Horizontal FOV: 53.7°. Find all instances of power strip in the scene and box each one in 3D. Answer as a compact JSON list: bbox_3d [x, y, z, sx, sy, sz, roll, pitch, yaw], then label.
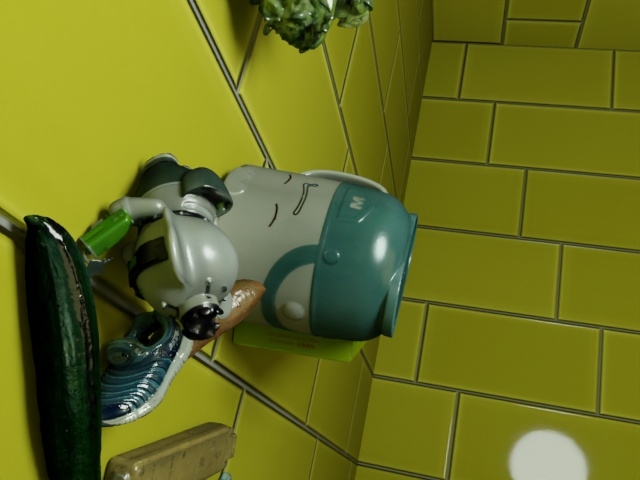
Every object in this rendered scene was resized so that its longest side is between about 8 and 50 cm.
[{"bbox_3d":[-0.173,0.270,0.767,0.305,0.044,0.064,27,70,-74],"label":"power strip"}]

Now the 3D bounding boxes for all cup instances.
[{"bbox_3d":[0.000,0.000,0.897,0.290,0.257,0.219,-67,165,-47],"label":"cup"}]

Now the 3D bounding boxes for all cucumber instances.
[{"bbox_3d":[-0.208,0.112,0.523,0.056,0.056,0.284,-50,145,-65],"label":"cucumber"}]

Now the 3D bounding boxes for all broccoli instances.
[{"bbox_3d":[0.013,-0.386,0.753,0.288,0.245,0.248,78,30,-56],"label":"broccoli"}]

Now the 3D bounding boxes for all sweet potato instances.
[{"bbox_3d":[-0.146,0.110,0.722,0.214,0.050,0.050,-41,142,-35],"label":"sweet potato"}]

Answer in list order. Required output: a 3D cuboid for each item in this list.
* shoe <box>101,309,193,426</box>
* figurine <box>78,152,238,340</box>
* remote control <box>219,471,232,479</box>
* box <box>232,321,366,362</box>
[{"bbox_3d":[-0.182,0.121,0.620,0.143,0.063,0.071,-58,136,-47],"label":"shoe"},{"bbox_3d":[-0.134,0.007,0.600,0.147,0.126,0.192,50,15,-56],"label":"figurine"},{"bbox_3d":[-0.159,0.408,0.937,0.124,0.017,0.053,-64,158,-51],"label":"remote control"},{"bbox_3d":[0.000,0.132,1.084,0.335,0.186,0.047,-18,114,-74],"label":"box"}]
